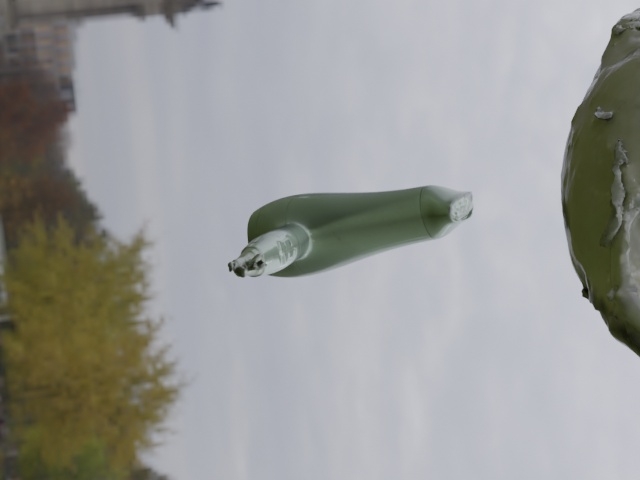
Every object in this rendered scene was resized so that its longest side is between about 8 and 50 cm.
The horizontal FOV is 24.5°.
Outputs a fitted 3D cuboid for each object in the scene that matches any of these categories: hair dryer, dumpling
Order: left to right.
[{"bbox_3d":[0.000,0.000,1.250,0.237,0.206,0.075,-21,100,-62],"label":"hair dryer"},{"bbox_3d":[0.197,-0.015,0.707,0.142,0.172,0.247,113,-7,-50],"label":"dumpling"}]
